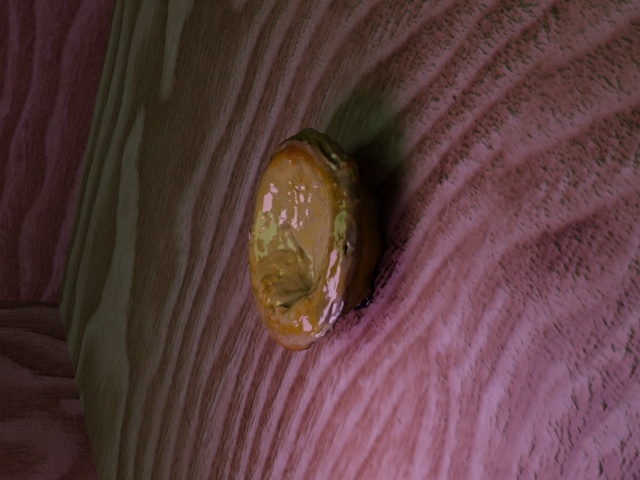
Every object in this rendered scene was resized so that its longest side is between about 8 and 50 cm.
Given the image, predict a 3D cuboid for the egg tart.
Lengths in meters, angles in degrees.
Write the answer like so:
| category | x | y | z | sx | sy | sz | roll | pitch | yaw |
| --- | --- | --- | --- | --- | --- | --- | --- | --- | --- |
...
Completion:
| category | x | y | z | sx | sy | sz | roll | pitch | yaw |
| --- | --- | --- | --- | --- | --- | --- | --- | --- | --- |
| egg tart | 0.000 | 0.000 | 1.337 | 0.315 | 0.120 | 0.315 | -12 | 77 | 61 |
